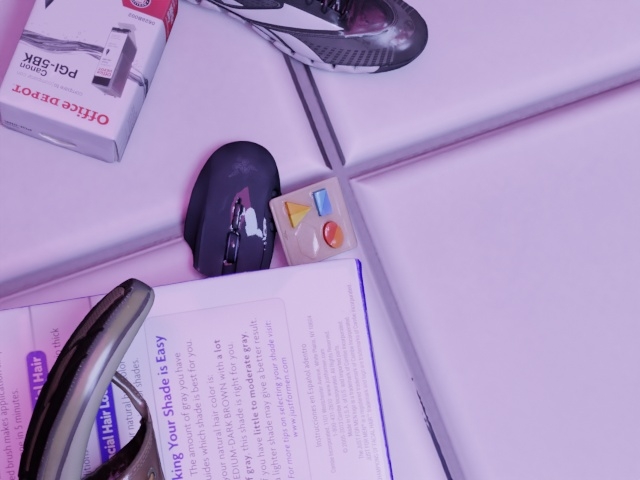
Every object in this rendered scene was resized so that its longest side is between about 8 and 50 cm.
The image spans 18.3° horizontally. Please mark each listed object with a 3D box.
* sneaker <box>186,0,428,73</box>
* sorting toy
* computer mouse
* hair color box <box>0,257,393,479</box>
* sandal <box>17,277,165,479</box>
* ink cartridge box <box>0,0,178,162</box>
[{"bbox_3d":[-0.028,-0.196,1.497,0.234,0.106,0.078,24,75,4],"label":"sneaker"},{"bbox_3d":[0.000,0.000,1.480,0.062,0.012,0.083,-22,101,-24],"label":"sorting toy"},{"bbox_3d":[-0.071,0.039,1.463,0.071,0.041,0.242,6,75,-2],"label":"computer mouse"},{"bbox_3d":[-0.126,0.131,1.382,0.339,0.110,0.185,-8,81,-2],"label":"hair color box"},{"bbox_3d":[-0.150,0.172,1.276,0.086,0.120,0.302,13,88,-15],"label":"sandal"},{"bbox_3d":[-0.176,-0.140,1.499,0.099,0.056,0.135,18,74,1],"label":"ink cartridge box"}]
